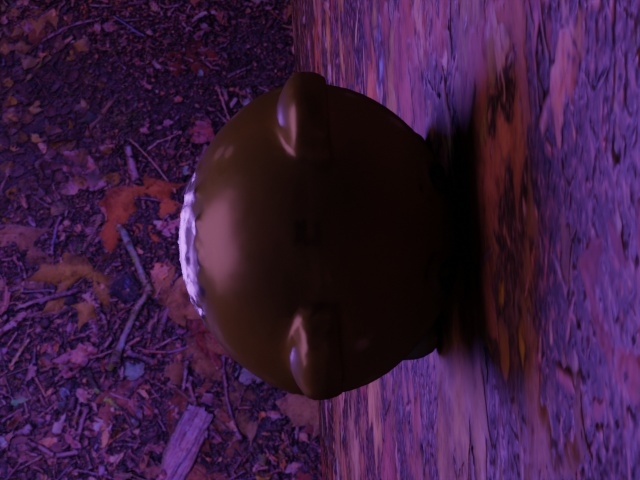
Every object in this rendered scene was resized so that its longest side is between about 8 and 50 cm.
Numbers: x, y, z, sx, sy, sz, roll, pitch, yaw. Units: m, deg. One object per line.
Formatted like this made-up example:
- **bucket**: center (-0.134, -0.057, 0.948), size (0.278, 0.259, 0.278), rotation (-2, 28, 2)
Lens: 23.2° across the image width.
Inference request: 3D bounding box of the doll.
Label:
- **doll**: center (0.000, 0.000, 0.929), size (0.261, 0.161, 0.177), rotation (115, 154, -88)
